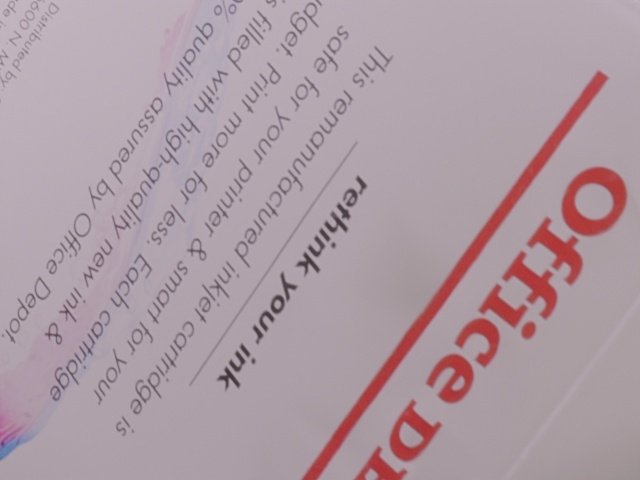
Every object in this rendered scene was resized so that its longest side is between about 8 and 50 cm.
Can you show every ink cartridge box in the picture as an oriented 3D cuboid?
[{"bbox_3d":[0.000,0.000,0.430,0.353,0.119,0.207,41,102,26],"label":"ink cartridge box"}]
